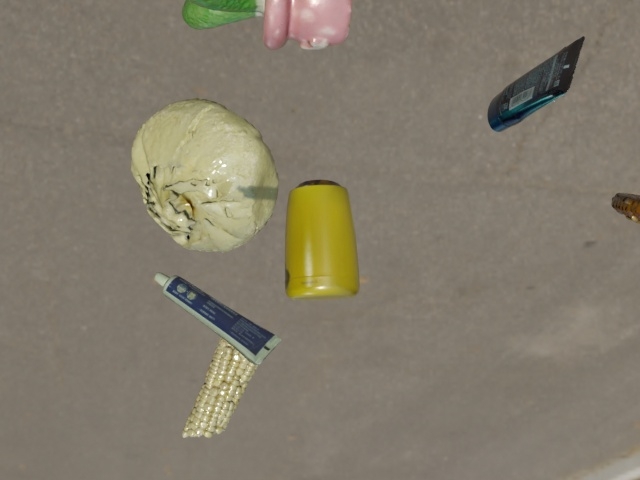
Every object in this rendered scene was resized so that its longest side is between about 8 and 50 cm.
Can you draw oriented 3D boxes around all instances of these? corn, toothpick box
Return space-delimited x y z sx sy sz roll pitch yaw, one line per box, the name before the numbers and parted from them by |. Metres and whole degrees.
corn | -0.169 0.261 1.719 0.087 0.211 0.087 21 179 0
toothpick box | 0.000 0.000 2.280 0.175 0.271 0.175 -2 172 0

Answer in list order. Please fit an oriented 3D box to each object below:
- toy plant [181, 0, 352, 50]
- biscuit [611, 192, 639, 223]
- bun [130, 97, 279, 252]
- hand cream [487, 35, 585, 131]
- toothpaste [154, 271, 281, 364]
toy plant | -0.110 -0.497 1.951 0.356 0.211 0.317 9 180 -5
biscuit | 0.535 -0.020 1.285 0.305 0.038 0.305 9 -173 -1
bun | -0.198 -0.090 1.555 0.259 0.152 0.259 18 135 19
hand cream | 0.404 -0.285 1.841 0.061 0.120 0.270 26 160 -12
toothpaste | -0.102 0.069 0.921 0.140 0.037 0.021 32 150 17
